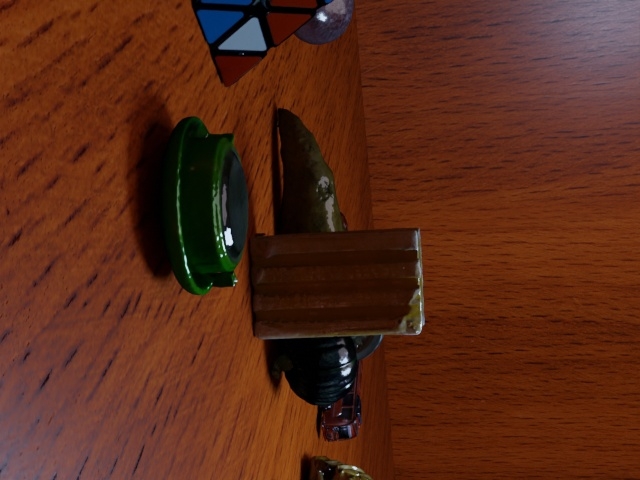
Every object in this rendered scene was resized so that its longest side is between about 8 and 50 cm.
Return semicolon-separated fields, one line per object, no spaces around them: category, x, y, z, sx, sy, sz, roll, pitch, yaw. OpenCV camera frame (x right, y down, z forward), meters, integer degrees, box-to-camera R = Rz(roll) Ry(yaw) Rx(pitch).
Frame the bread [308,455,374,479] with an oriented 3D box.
bread;0.062;0.600;2.093;0.324;0.167;0.277;73;17;-64

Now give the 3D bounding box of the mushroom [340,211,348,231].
mushroom;0.025;-0.023;2.315;0.135;0.080;0.170;-98;-176;-62

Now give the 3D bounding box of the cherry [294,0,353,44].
cherry;-0.008;-0.481;1.996;0.176;0.140;0.176;10;90;-73

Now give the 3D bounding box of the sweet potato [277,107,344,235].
sweet potato;-0.023;-0.043;1.870;0.130;0.130;0.422;-34;116;-80

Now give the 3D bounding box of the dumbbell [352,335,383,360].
dumbbell;0.070;0.147;2.234;0.406;0.179;0.179;-51;138;-78

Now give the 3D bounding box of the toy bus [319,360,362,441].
toy bus;0.049;0.359;2.320;0.235;0.096;0.073;-85;166;-49

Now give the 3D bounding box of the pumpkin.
pumpkin;-0.008;0.197;1.780;0.194;0.150;0.194;6;90;-90

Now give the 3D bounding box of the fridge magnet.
fridge magnet;-0.137;-0.040;1.160;0.208;0.088;0.208;-2;90;-82

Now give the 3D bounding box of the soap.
soap;0.028;0.067;1.625;0.089;0.274;0.173;-30;118;-80

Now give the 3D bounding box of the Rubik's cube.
Rubik's cube;-0.081;-0.317;1.420;0.284;0.250;0.234;-88;-169;-58
